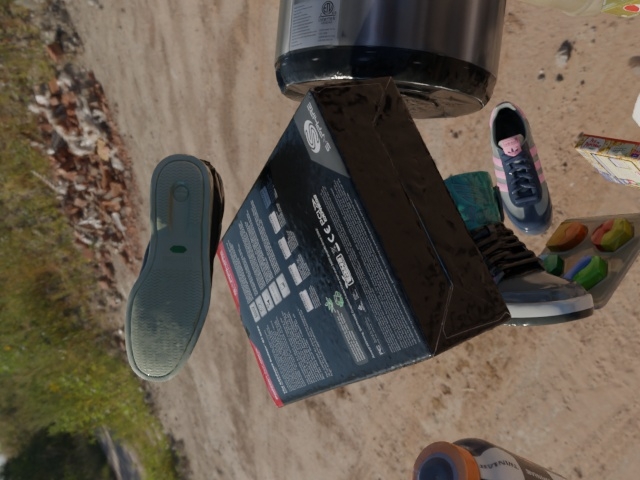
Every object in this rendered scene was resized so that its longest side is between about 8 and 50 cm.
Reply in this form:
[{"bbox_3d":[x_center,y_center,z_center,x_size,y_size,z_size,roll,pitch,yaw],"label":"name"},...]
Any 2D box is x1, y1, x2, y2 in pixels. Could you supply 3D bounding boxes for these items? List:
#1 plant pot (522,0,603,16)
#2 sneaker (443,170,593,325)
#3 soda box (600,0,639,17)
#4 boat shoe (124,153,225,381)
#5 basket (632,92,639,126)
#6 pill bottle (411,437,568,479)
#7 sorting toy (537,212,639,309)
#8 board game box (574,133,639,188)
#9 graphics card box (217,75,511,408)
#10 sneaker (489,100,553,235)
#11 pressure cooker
[{"bbox_3d":[0.644,-0.788,1.511,0.323,0.280,0.323,175,90,-87],"label":"plant pot"},{"bbox_3d":[0.214,0.000,0.696,0.295,0.124,0.178,-171,74,-67],"label":"sneaker"},{"bbox_3d":[0.550,-0.418,0.892,0.181,0.061,0.058,-126,44,-77],"label":"soda box"},{"bbox_3d":[-0.145,0.030,0.569,0.079,0.084,0.233,-19,-60,-88],"label":"boat shoe"},{"bbox_3d":[0.714,-0.255,0.812,0.266,0.331,0.328,66,-170,25],"label":"basket"},{"bbox_3d":[0.231,0.340,0.713,0.246,0.130,0.130,32,162,-29],"label":"pill bottle"},{"bbox_3d":[0.413,0.023,0.866,0.038,0.208,0.193,48,165,-12],"label":"sorting toy"},{"bbox_3d":[0.706,-0.176,1.253,0.147,0.045,0.193,33,-175,-24],"label":"board game box"},{"bbox_3d":[0.002,0.035,0.572,0.232,0.094,0.371,67,152,13],"label":"graphics card box"},{"bbox_3d":[0.444,-0.169,1.238,0.112,0.131,0.319,-18,66,23],"label":"sneaker"},{"bbox_3d":[0.121,-0.426,0.870,0.375,0.370,0.420,-57,-28,-85],"label":"pressure cooker"}]
